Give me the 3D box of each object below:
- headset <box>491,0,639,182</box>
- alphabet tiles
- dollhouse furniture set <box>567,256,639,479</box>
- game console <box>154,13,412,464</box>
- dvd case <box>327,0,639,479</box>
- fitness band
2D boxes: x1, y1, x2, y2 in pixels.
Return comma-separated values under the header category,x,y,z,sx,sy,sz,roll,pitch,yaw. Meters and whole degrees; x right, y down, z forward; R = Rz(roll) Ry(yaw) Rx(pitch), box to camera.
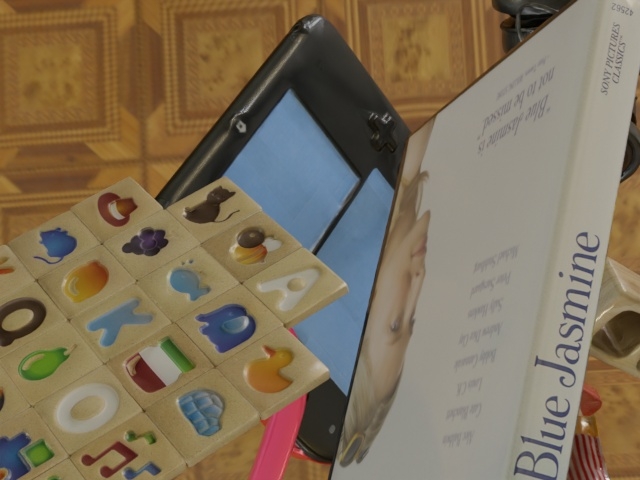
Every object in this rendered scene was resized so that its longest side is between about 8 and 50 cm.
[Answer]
category,x,y,z,sx,sy,sz,roll,pitch,yaw
headset,0.266,-0.167,1.242,0.185,0.394,0.243,-6,88,17
alphabet tiles,-0.165,0.074,0.910,0.343,0.011,0.285,-31,45,-20
dollhouse furniture set,0.226,0.112,0.899,0.152,0.201,0.374,26,123,-30
game console,0.000,0.000,1.338,0.342,0.060,0.386,55,49,-26
dvd case,0.043,0.054,0.452,0.022,0.180,0.253,17,73,-13
fitness band,-0.128,0.170,1.178,0.209,0.054,0.290,17,110,-6
